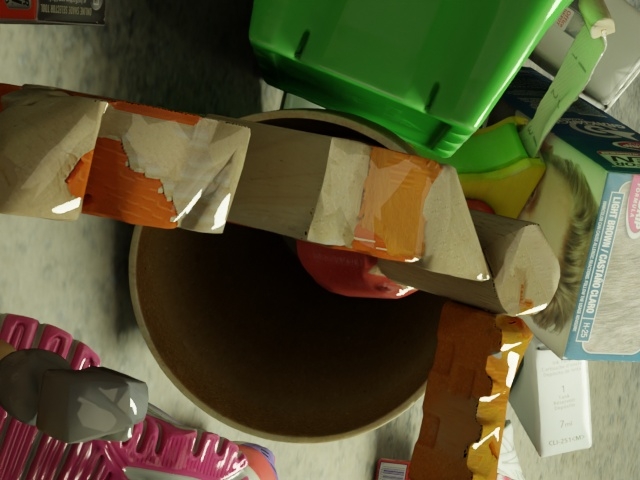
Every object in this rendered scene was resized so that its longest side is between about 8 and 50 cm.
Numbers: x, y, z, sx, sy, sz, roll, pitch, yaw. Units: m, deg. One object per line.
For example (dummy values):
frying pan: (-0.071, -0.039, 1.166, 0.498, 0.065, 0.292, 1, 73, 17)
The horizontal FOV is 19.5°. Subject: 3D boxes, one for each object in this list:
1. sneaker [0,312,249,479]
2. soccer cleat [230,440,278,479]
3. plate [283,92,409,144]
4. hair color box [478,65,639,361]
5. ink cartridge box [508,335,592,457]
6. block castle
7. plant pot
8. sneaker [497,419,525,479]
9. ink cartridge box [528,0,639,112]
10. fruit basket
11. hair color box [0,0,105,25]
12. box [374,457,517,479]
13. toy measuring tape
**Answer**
sneaker: (-0.165, 0.118, 1.148, 0.252, 0.111, 0.103, 40, 72, -38)
soccer cleat: (-0.064, 0.310, 1.419, 0.116, 0.109, 0.318, -21, 111, -70)
plate: (0.047, -0.125, 1.673, 0.278, 0.045, 0.277, 47, 51, -61)
hair color box: (0.204, -0.036, 1.693, 0.347, 0.105, 0.173, -135, -128, -61)
ink cartridge box: (0.208, 0.051, 1.908, 0.275, 0.060, 0.238, -113, -166, -64)
block castle: (-0.110, 0.076, 0.976, 0.453, 0.213, 0.303, 8, 95, -41)
plant pot: (0.000, 0.000, 1.398, 0.254, 0.237, 0.237, -59, 149, -75)
sneaker: (0.191, 0.242, 2.041, 0.232, 0.090, 0.115, 51, 44, -60)
ink cartridge box: (0.208, -0.219, 1.740, 0.092, 0.218, 0.158, -51, 176, 5)
fruit basket: (0.078, -0.271, 1.370, 0.392, 0.283, 0.392, 23, 90, -89)
hair color box: (-0.190, -0.135, 0.971, 0.072, 0.141, 0.043, -11, 105, -67)
box: (0.114, 0.351, 1.819, 0.122, 0.128, 0.256, 33, 64, -65)
toy measuring tape: (0.132, -0.080, 1.589, 0.121, 0.121, 0.330, -56, 174, -50)
